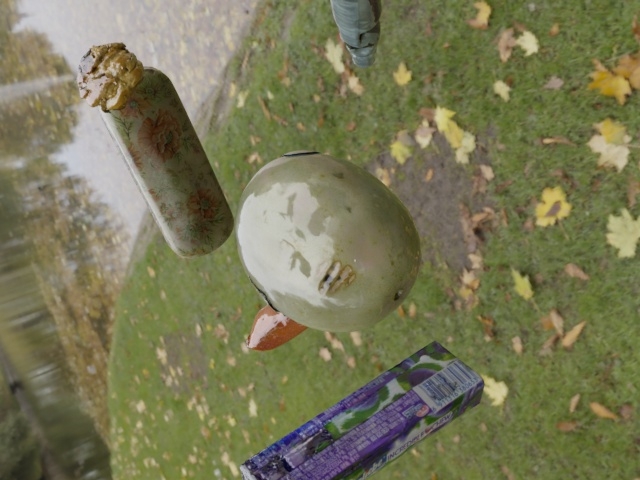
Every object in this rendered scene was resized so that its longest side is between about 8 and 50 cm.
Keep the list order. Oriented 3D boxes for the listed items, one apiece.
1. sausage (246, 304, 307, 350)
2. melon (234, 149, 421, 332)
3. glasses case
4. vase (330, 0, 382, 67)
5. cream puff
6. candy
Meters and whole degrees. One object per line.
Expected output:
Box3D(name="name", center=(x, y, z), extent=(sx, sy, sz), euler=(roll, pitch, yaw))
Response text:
Box3D(name="sausage", center=(-0.022, 0.113, 1.407), extent=(0.094, 0.348, 0.097), euler=(39, -157, -18))
Box3D(name="melon", center=(0.000, 0.000, 1.123), extent=(0.330, 0.268, 0.268), euler=(36, 140, 29))
Box3D(name="glasses case", center=(-0.313, -0.152, 1.458), extent=(0.098, 0.156, 0.425), euler=(34, 150, 54))
Box3D(name="vase", center=(0.046, -0.272, 0.845), extent=(0.060, 0.060, 0.211), euler=(59, 179, 19))
Box3D(name="cream puff", center=(-0.373, -0.292, 1.237), extent=(0.119, 0.104, 0.133), euler=(-48, 39, 39))
Box3D(name="candy", center=(0.056, 0.223, 0.825), extent=(0.088, 0.312, 0.061), euler=(42, 143, 37))
